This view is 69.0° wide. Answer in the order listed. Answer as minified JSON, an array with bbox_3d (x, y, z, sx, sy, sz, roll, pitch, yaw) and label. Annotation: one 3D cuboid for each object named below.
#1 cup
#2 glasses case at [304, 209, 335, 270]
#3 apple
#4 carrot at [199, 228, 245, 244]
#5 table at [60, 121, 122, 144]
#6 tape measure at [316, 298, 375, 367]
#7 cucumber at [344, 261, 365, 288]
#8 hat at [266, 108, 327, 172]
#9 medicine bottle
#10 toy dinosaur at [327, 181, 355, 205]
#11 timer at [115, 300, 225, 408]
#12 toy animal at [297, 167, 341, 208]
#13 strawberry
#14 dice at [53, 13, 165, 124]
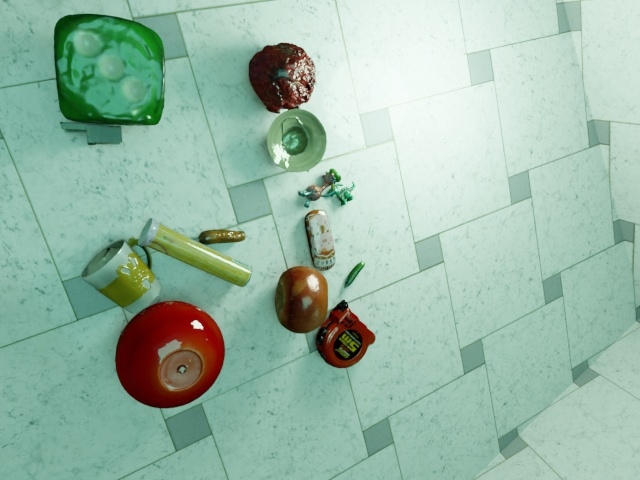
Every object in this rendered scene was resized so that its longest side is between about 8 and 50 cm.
[{"bbox_3d":[-0.674,0.111,1.637,0.226,0.185,0.241,54,43,-27],"label":"cup"},{"bbox_3d":[0.000,0.000,1.985,0.103,0.067,0.266,-17,104,-21],"label":"glasses case"},{"bbox_3d":[-0.070,0.240,1.884,0.207,0.251,0.271,3,83,-17],"label":"apple"},{"bbox_3d":[-0.378,-0.016,1.810,0.186,0.060,0.060,-4,99,-29],"label":"carrot"},{"bbox_3d":[-0.751,-0.349,1.533,0.175,0.146,0.062,-5,99,-25],"label":"table"},{"bbox_3d":[0.099,0.433,2.071,0.260,0.114,0.253,-48,114,-8],"label":"tape measure"},{"bbox_3d":[0.147,0.154,2.095,0.037,0.037,0.155,43,77,-24],"label":"cucumber"},{"bbox_3d":[-0.106,-0.396,1.855,0.252,0.110,0.251,-7,108,-21],"label":"hat"},{"bbox_3d":[-0.455,0.058,1.740,0.426,0.108,0.108,29,84,-29],"label":"medicine bottle"},{"bbox_3d":[0.100,-0.208,2.014,0.132,0.059,0.096,-36,99,-14],"label":"toy dinosaur"},{"bbox_3d":[-0.533,0.410,1.675,0.378,0.279,0.377,-5,101,-28],"label":"timer"},{"bbox_3d":[0.003,-0.213,1.939,0.208,0.100,0.103,-36,68,-28],"label":"toy animal"},{"bbox_3d":[-0.135,-0.615,1.750,0.274,0.220,0.274,-3,99,-21],"label":"strawberry"},{"bbox_3d":[-0.660,-0.518,1.475,0.300,0.287,0.297,-3,98,-25],"label":"dice"}]
